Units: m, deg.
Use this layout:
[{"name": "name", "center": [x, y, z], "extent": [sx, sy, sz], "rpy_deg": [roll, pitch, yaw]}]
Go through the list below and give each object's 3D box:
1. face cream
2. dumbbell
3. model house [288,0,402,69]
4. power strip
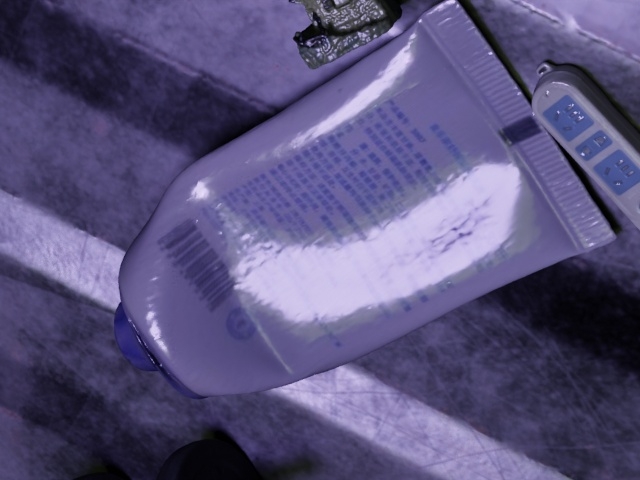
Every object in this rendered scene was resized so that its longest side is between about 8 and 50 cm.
[{"name": "face cream", "center": [0.000, 0.000, 1.247], "extent": [0.420, 0.137, 0.235], "rpy_deg": [-29, 106, 26]}, {"name": "dumbbell", "center": [-0.157, 0.279, 1.467], "extent": [0.325, 0.143, 0.143], "rpy_deg": [-20, 112, 32]}, {"name": "model house", "center": [0.008, -0.184, 1.141], "extent": [0.079, 0.066, 0.083], "rpy_deg": [-22, 109, 31]}, {"name": "power strip", "center": [0.227, -0.060, 1.152], "extent": [0.191, 0.030, 0.047], "rpy_deg": [45, 128, -9]}]
